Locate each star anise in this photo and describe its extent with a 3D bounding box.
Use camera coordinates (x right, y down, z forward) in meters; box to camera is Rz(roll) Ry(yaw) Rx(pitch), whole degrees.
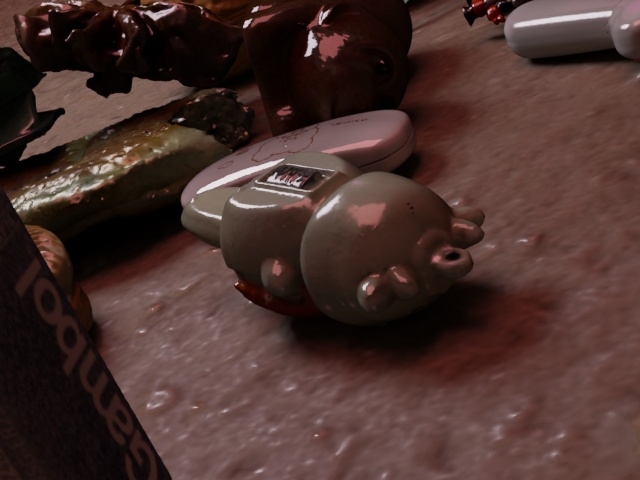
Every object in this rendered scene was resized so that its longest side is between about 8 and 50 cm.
[{"bbox_3d":[-0.182,-0.184,1.308,0.214,0.099,0.220,2,11,-24],"label":"star anise"}]

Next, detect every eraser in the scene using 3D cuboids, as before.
[{"bbox_3d":[-0.134,0.085,0.648,0.046,0.212,0.092,-18,22,19],"label":"eraser"}]

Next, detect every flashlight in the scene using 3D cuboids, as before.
[{"bbox_3d":[0.221,-0.167,1.070,0.093,0.047,0.200,-36,22,-27],"label":"flashlight"}]

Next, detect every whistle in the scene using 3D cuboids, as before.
[{"bbox_3d":[-0.001,-0.001,0.853,0.101,0.106,0.253,-3,11,-43],"label":"whistle"}]

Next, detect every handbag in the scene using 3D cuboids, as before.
[{"bbox_3d":[-0.407,-0.064,1.354,0.326,0.089,0.238,-33,6,-1],"label":"handbag"}]

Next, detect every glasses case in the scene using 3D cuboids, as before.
[{"bbox_3d":[-0.019,-0.055,1.057,0.193,0.049,0.074,-17,24,22],"label":"glasses case"}]

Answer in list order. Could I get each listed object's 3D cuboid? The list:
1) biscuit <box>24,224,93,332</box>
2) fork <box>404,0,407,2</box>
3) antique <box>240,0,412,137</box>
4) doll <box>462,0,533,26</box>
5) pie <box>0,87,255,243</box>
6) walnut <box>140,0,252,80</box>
[{"bbox_3d":[-0.284,0.078,0.992,0.259,0.079,0.259,-21,23,9],"label":"biscuit"},{"bbox_3d":[0.097,-0.242,1.351,0.235,0.021,0.039,-45,29,-7],"label":"fork"},{"bbox_3d":[0.012,-0.160,1.182,0.143,0.121,0.257,-13,16,5],"label":"antique"},{"bbox_3d":[0.207,-0.232,1.204,0.169,0.057,0.109,-9,42,16],"label":"doll"},{"bbox_3d":[-0.202,-0.053,1.212,0.302,0.067,0.302,-22,17,7],"label":"pie"},{"bbox_3d":[-0.117,-0.238,1.442,0.180,0.144,0.144,-8,26,16],"label":"walnut"}]
